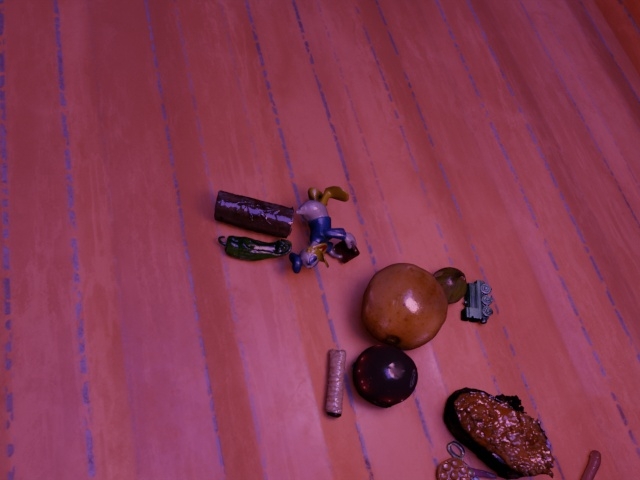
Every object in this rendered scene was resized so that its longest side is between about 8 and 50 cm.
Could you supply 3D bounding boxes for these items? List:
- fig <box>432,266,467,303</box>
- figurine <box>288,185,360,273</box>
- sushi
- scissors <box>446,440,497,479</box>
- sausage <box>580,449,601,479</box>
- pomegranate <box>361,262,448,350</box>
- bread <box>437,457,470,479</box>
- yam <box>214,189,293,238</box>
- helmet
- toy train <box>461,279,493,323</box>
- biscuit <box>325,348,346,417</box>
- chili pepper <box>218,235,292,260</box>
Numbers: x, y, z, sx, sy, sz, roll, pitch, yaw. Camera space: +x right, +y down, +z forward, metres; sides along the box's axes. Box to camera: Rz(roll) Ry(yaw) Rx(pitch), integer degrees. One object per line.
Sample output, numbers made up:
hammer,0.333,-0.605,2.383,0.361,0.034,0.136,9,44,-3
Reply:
fig,0.472,0.146,1.759,0.149,0.245,0.149,3,69,-7
figurine,0.000,0.000,1.751,0.283,0.205,0.338,43,59,-13
sushi,0.581,0.604,1.600,0.349,0.207,0.234,35,66,8
scissors,0.485,0.754,1.605,0.187,0.020,0.133,28,64,2
sausage,0.918,0.804,1.687,0.043,0.043,0.186,42,63,7
pomegranate,0.276,0.226,1.657,0.308,0.307,0.307,6,65,-12
bread,0.426,0.752,1.571,0.110,0.024,0.110,4,65,-8
yam,-0.235,-0.091,1.749,0.280,0.131,0.131,14,63,-6
helmet,0.205,0.436,1.597,0.216,0.193,0.189,0,55,33
toy train,0.588,0.229,1.851,0.111,0.071,0.170,8,64,-3
biscuit,0.049,0.463,1.606,0.061,0.055,0.219,-1,63,17
chili pepper,-0.230,0.024,1.730,0.257,0.074,0.100,6,62,-17
